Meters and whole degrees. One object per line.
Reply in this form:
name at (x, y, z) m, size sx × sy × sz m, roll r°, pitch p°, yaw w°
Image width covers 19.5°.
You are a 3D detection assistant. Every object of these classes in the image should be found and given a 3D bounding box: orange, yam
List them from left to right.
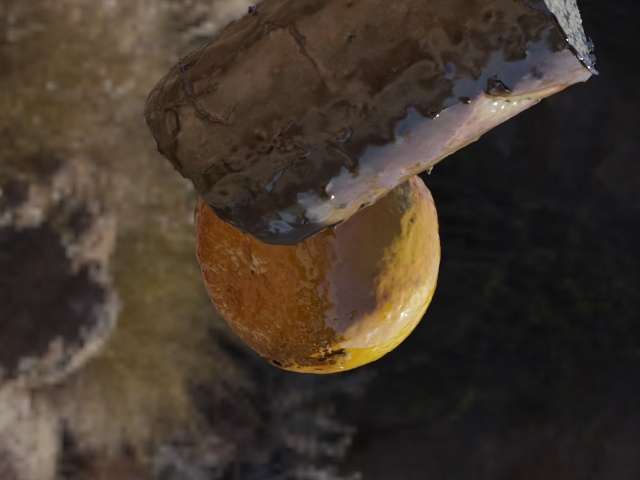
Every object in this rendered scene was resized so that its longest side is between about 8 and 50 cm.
orange at (-0.002, 0.002, 1.542) m, size 0.219 × 0.193 × 0.219 m, roll 18°, pitch -69°, yaw 58°
yam at (0.029, -0.092, 0.998) m, size 0.128 × 0.238 × 0.129 m, roll 60°, pitch 23°, yaw 1°
